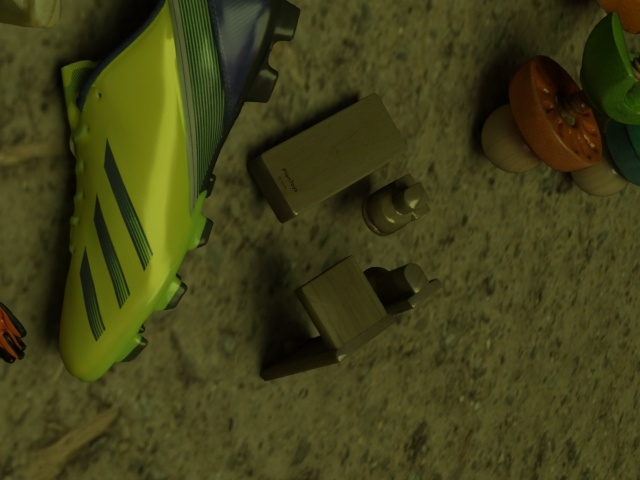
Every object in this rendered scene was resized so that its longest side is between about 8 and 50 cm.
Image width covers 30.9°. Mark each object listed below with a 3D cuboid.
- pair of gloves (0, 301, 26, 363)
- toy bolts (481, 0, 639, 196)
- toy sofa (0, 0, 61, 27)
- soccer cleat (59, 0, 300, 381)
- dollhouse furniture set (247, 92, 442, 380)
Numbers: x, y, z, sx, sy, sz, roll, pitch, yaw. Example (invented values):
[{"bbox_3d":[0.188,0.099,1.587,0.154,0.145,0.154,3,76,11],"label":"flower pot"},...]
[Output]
[{"bbox_3d":[-0.222,0.071,0.708,0.083,0.010,0.074,-47,135,-14],"label":"pair of gloves"},{"bbox_3d":[0.245,-0.133,1.014,0.228,0.158,0.218,27,48,-37],"label":"toy bolts"},{"bbox_3d":[-0.278,-0.167,0.422,0.362,0.150,0.177,-14,112,-46],"label":"toy sofa"},{"bbox_3d":[-0.116,-0.053,0.719,0.121,0.093,0.289,21,98,-16],"label":"soccer cleat"},{"bbox_3d":[0.000,0.000,0.878,0.144,0.123,0.151,-32,93,-30],"label":"dollhouse furniture set"}]
